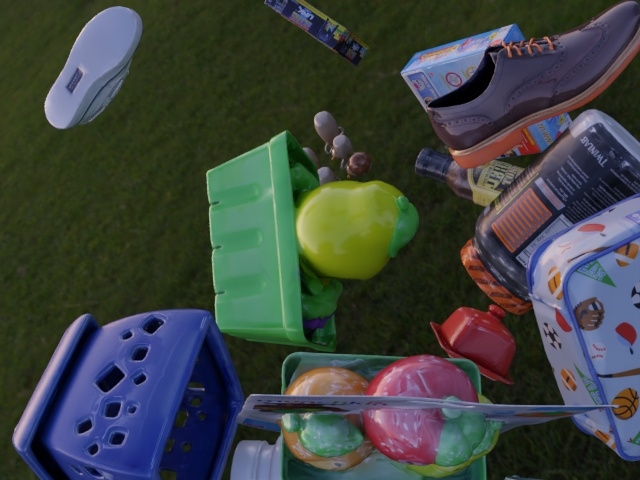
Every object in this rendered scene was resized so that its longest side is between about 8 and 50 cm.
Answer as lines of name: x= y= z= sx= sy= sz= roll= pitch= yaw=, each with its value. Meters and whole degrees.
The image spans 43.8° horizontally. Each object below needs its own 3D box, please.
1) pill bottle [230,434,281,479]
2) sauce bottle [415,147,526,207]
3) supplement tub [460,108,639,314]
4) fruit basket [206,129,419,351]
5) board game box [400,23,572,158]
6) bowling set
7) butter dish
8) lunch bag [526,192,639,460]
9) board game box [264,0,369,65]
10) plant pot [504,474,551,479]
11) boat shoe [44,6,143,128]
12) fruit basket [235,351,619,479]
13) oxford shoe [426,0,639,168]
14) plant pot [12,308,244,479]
pill bottle: x=0.009 y=0.324 z=1.076 sx=0.246 sy=0.136 sz=0.136 roll=-1 pitch=55 yaw=9
sauce bottle: x=0.378 y=-0.129 z=1.791 sx=0.344 sy=0.111 sz=0.111 roll=20 pitch=69 yaw=26
supplement tub: x=0.413 y=-0.040 z=1.364 sx=0.338 sy=0.207 sz=0.207 roll=-48 pitch=41 yaw=25
fruit basket: x=0.000 y=0.000 z=1.379 sx=0.392 sy=0.283 sz=0.392 roll=-3 pitch=77 yaw=13
board game box: x=0.396 y=-0.336 z=1.902 sx=0.302 sy=0.308 sz=0.086 roll=-3 pitch=44 yaw=50
bowling set: x=0.037 y=-0.148 z=1.870 sx=0.200 sy=0.154 sz=0.287 roll=19 pitch=68 yaw=33
butter dish: x=0.305 y=0.175 z=1.496 sx=0.118 sy=0.160 sz=0.160 roll=-60 pitch=7 yaw=11
lunch bag: x=0.400 y=0.104 z=0.973 sx=0.243 sy=0.303 sz=0.115 roll=-27 pitch=18 yaw=-11
board game box: x=-0.005 y=-0.406 z=1.504 sx=0.170 sy=0.141 sz=0.048 roll=38 pitch=101 yaw=18
plant pot: x=0.353 y=0.454 z=1.166 sx=0.293 sy=0.293 sz=0.196 roll=-2 pitch=76 yaw=32
boat shoe: x=-0.369 y=-0.290 z=1.339 sx=0.258 sy=0.084 sz=0.095 roll=-39 pitch=81 yaw=29
fruit basket: x=0.078 y=0.198 z=0.833 sx=0.327 sy=0.353 sz=0.165 roll=4 pitch=78 yaw=-8
oxford shoe: x=0.247 y=-0.194 z=0.905 sx=0.271 sy=0.098 sz=0.097 roll=-37 pitch=25 yaw=14
plant pot: x=-0.247 y=0.237 z=1.044 sx=0.212 sy=0.236 sz=0.236 roll=5 pitch=51 yaw=14
